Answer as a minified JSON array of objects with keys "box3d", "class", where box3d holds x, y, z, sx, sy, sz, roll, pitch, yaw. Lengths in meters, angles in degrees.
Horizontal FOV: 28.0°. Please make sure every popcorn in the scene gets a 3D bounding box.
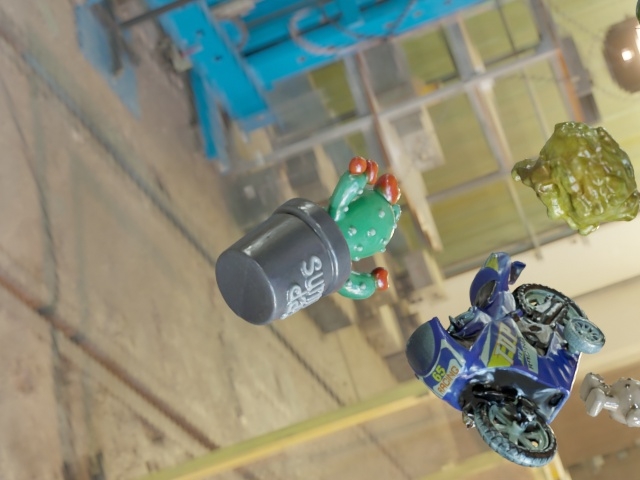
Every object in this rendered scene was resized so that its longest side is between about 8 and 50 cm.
[{"box3d":[0.405,-0.091,2.002,0.197,0.155,0.197,42,-3,3],"class":"popcorn"}]

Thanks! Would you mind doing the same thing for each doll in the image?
[{"box3d":[0.610,0.313,2.363,0.154,0.278,0.119,-79,-171,-66],"class":"doll"}]

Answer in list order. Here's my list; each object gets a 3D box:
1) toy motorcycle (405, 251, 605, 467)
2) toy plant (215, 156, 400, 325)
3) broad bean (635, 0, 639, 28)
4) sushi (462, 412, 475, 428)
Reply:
[{"box3d":[0.179,0.104,1.269,0.168,0.113,0.315,30,30,4],"class":"toy motorcycle"},{"box3d":[0.004,0.013,2.321,0.400,0.185,0.280,-31,109,-38],"class":"toy plant"},{"box3d":[0.434,-0.312,1.544,0.254,0.065,0.047,132,-35,-69],"class":"broad bean"},{"box3d":[0.215,0.195,1.618,0.118,0.061,0.060,109,-35,-47],"class":"sushi"}]
